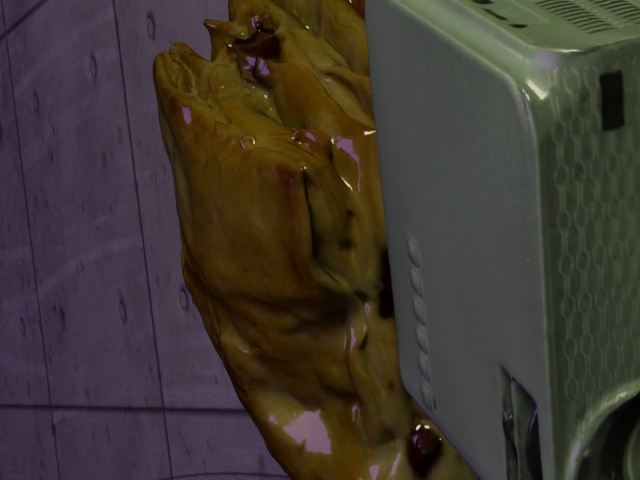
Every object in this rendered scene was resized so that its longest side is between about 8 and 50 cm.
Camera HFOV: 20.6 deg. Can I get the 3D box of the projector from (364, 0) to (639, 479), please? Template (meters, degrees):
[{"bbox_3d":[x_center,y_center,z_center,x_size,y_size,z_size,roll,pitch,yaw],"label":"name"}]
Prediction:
[{"bbox_3d":[0.109,0.001,0.804,0.198,0.108,0.250,-131,32,-63],"label":"projector"}]

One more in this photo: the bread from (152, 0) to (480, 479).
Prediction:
[{"bbox_3d":[0.000,0.000,1.185,0.314,0.191,0.370,-138,45,-57],"label":"bread"}]
